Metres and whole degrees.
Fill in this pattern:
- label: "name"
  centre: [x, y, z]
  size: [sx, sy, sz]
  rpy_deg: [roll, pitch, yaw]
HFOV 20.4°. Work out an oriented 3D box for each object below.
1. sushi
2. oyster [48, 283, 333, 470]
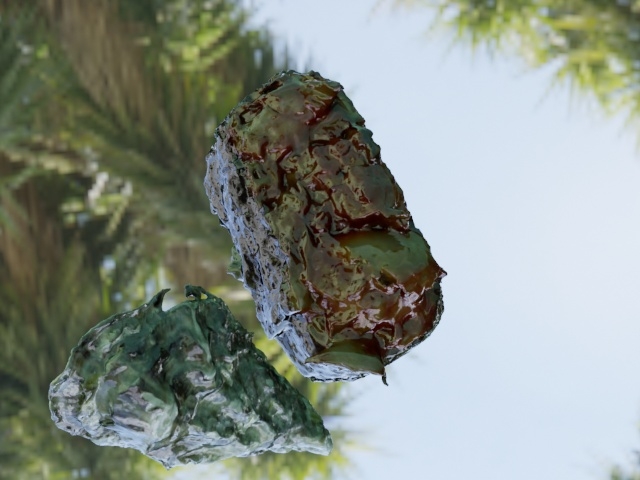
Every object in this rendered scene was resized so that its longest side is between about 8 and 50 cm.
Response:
- label: "sushi"
  centre: [0.000, 0.000, 1.818]
  size: [0.196, 0.182, 0.343]
  rpy_deg: [-25, -104, -5]
- label: "oyster"
  centre: [-0.106, 0.127, 1.400]
  size: [0.199, 0.252, 0.087]
  rpy_deg: [-39, -135, -23]
